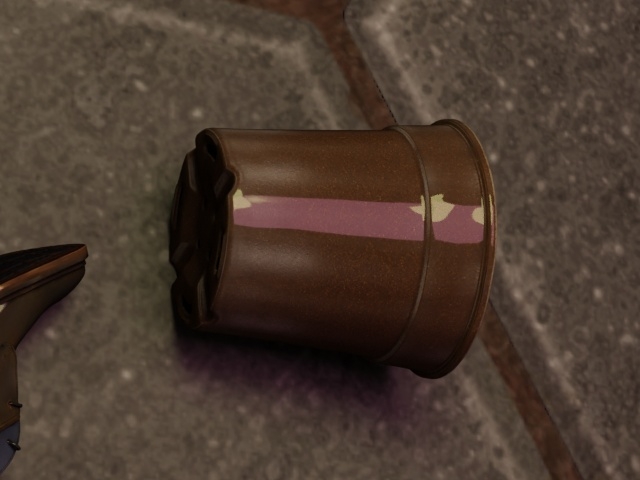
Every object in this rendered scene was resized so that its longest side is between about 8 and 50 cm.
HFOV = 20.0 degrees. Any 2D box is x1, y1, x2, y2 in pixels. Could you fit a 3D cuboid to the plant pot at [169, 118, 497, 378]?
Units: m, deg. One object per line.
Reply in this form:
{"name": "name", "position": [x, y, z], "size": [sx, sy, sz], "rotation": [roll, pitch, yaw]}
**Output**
{"name": "plant pot", "position": [0.000, 0.000, 1.134], "size": [0.165, 0.167, 0.167], "rotation": [4, 66, -20]}

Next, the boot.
{"name": "boot", "position": [-0.203, 0.081, 1.038], "size": [0.219, 0.082, 0.106], "rotation": [-33, 112, -45]}
